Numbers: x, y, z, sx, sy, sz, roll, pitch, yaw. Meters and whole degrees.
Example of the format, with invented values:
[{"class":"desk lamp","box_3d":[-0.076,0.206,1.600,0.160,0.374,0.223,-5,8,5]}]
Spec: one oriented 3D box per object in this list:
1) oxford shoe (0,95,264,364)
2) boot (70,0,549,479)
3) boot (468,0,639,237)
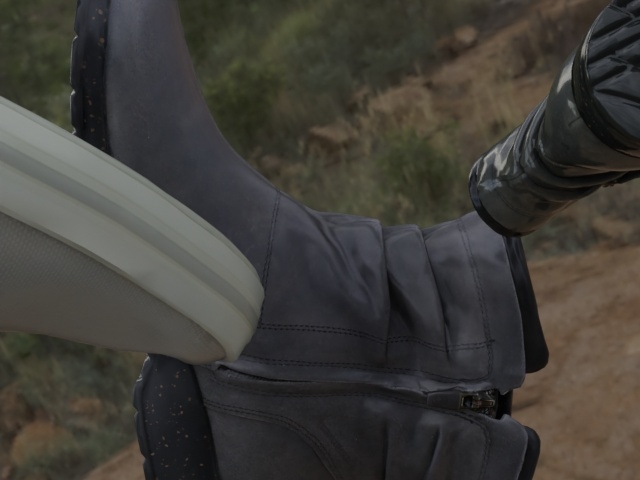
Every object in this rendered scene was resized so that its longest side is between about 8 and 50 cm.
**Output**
[{"class":"oxford shoe","box_3d":[-0.207,-0.019,0.317,0.169,0.449,0.130,5,77,48]},{"class":"boot","box_3d":[0.000,0.000,0.675,0.222,0.338,0.118,-8,23,4]},{"class":"boot","box_3d":[0.180,-0.086,0.521,0.246,0.083,0.161,-25,-6,-12]}]
